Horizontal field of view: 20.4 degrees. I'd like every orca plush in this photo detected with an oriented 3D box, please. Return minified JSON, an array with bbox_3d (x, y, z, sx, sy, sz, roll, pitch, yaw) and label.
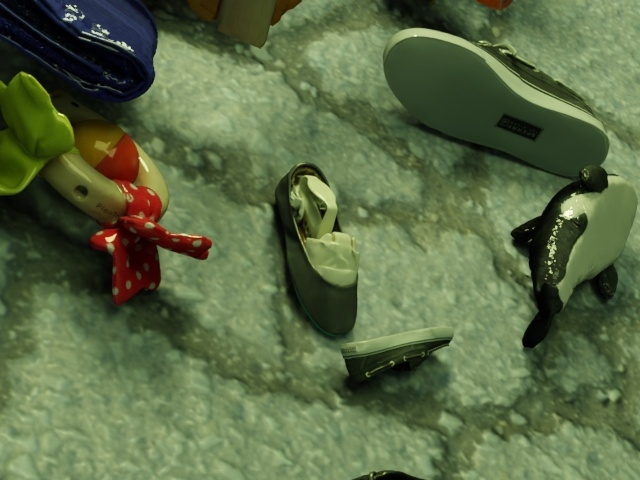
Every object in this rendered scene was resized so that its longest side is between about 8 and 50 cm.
[{"bbox_3d":[0.259,0.014,1.958,0.287,0.102,0.151,-61,138,-41],"label":"orca plush"}]

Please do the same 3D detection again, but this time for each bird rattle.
[{"bbox_3d":[-0.207,-0.066,1.682,0.253,0.143,0.207,30,23,-8],"label":"bird rattle"}]

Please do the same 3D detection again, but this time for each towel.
[{"bbox_3d":[-0.267,-0.232,1.763,0.228,0.076,0.308,36,12,-13],"label":"towel"}]

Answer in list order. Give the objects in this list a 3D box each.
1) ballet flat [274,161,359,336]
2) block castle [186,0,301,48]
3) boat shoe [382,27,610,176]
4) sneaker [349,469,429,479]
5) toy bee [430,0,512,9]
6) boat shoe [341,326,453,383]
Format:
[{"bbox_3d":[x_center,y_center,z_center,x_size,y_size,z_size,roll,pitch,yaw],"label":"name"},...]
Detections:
[{"bbox_3d":[0.000,0.000,1.786,0.074,0.074,0.203,7,46,-27],"label":"ballet flat"},{"bbox_3d":[-0.048,-0.441,1.912,0.303,0.213,0.453,33,50,15],"label":"block castle"},{"bbox_3d":[0.203,-0.180,2.075,0.306,0.113,0.105,19,34,-20],"label":"boat shoe"},{"bbox_3d":[0.019,0.234,1.529,0.267,0.106,0.101,7,47,-26],"label":"sneaker"},{"bbox_3d":[0.124,-0.398,2.174,0.298,0.195,0.162,35,51,-3],"label":"toy bee"},{"bbox_3d":[0.077,0.111,1.746,0.142,0.049,0.040,-8,87,-41],"label":"boat shoe"}]
